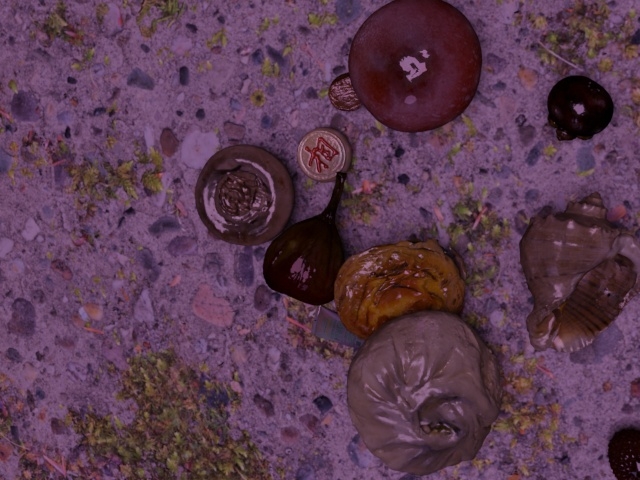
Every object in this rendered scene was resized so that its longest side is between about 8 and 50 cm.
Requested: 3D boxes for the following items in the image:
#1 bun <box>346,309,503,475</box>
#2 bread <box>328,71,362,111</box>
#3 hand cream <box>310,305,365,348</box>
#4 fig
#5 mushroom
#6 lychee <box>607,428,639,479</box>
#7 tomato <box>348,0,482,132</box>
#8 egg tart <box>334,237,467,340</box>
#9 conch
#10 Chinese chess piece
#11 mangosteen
[{"bbox_3d":[0.217,0.331,1.776,0.360,0.211,0.359,0,114,0],"label":"bun"},{"bbox_3d":[0.059,-0.317,1.836,0.085,0.053,0.085,4,112,11],"label":"bread"},{"bbox_3d":[0.062,0.206,1.932,0.174,0.047,0.076,18,104,21],"label":"hand cream"},{"bbox_3d":[-0.034,-0.003,1.843,0.191,0.190,0.290,5,104,15],"label":"fig"},{"bbox_3d":[-0.168,-0.094,1.873,0.227,0.178,0.226,3,108,10],"label":"mushroom"},{"bbox_3d":[0.654,0.448,1.765,0.123,0.123,0.129,-29,64,18],"label":"lychee"},{"bbox_3d":[0.188,-0.349,1.703,0.270,0.227,0.270,2,101,12],"label":"tomato"},{"bbox_3d":[0.169,0.099,1.833,0.297,0.132,0.297,-3,118,-6],"label":"egg tart"},{"bbox_3d":[0.510,0.061,1.711,0.263,0.186,0.324,17,117,-5],"label":"conch"},{"bbox_3d":[0.009,-0.187,1.873,0.122,0.051,0.122,3,100,15],"label":"Chinese chess piece"},{"bbox_3d":[0.504,-0.253,1.693,0.140,0.140,0.140,3,100,15],"label":"mangosteen"}]
